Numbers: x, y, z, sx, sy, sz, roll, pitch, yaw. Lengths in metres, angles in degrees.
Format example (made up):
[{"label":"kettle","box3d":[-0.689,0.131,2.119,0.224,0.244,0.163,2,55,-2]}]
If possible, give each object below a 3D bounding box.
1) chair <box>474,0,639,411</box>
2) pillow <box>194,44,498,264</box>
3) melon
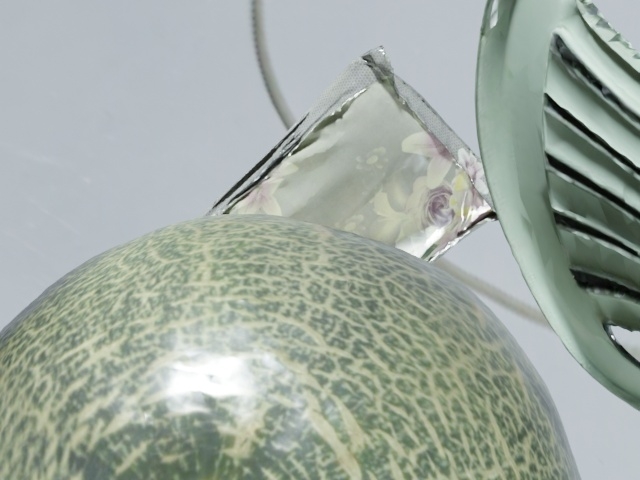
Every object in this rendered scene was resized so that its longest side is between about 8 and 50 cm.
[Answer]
[{"label":"chair","box3d":[0.152,0.005,0.493,0.190,0.274,0.203,-9,113,0]},{"label":"pillow","box3d":[0.000,0.000,1.264,0.255,0.059,0.169,-41,102,21]},{"label":"melon","box3d":[-0.021,0.116,0.737,0.248,0.329,0.248,-1,78,4]}]
